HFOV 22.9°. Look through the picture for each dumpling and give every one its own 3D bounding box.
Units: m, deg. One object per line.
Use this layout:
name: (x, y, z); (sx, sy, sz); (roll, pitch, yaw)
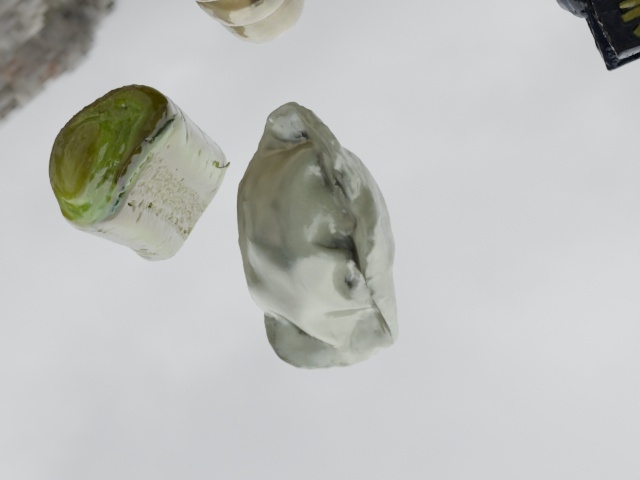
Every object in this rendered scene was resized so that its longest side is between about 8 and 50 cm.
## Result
dumpling: (0.000, 0.000, 1.370); (0.162, 0.250, 0.132); (13, -153, 37)

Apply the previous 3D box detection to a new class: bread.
bread: (-0.202, -0.076, 1.742); (0.166, 0.112, 0.383); (-57, 170, -1)

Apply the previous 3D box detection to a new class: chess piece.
chess piece: (-0.089, -0.283, 1.653); (0.142, 0.143, 0.261); (-39, 158, 3)

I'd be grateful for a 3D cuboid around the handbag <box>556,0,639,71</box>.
handbag: (0.345, -0.356, 1.518); (0.329, 0.303, 0.122); (-23, 173, -6)
